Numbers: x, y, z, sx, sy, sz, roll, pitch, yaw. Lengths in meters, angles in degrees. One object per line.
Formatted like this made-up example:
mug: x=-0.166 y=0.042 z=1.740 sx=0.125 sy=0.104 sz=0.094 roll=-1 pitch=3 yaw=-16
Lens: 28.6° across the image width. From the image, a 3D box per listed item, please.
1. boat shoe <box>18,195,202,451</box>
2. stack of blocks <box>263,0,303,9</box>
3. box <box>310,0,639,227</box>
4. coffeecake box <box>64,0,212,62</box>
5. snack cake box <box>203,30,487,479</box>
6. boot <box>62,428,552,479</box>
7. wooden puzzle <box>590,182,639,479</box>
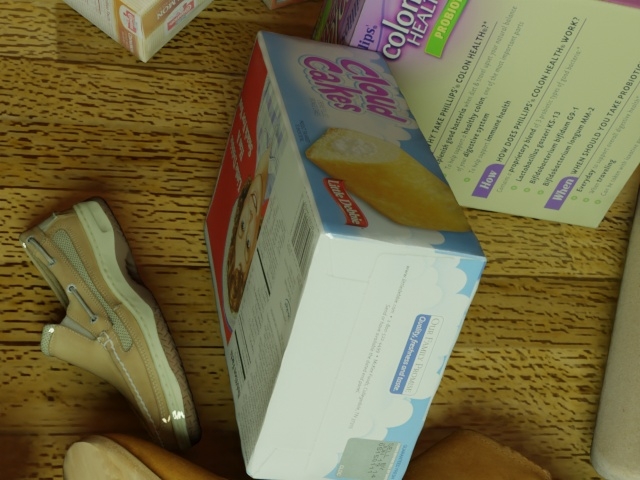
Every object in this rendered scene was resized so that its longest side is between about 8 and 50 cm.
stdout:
boat shoe: x=-0.134 y=0.057 z=0.761 sx=0.072 sy=0.068 sz=0.190 roll=-20 pitch=50 yaw=-17
stack of blocks: x=0.039 y=-0.321 z=1.105 sx=0.297 sy=0.087 sz=0.171 roll=-22 pitch=62 yaw=-32
box: x=0.124 y=-0.135 z=0.899 sx=0.243 sy=0.213 sz=0.117 roll=8 pitch=50 yaw=-12
coffeecake box: x=-0.157 y=-0.250 z=0.969 sx=0.185 sy=0.068 sz=0.142 roll=38 pitch=67 yaw=13
snack cake box: x=0.000 y=0.000 z=0.732 sx=0.089 sy=0.152 sz=0.264 roll=8 pitch=29 yaw=-15
boot: x=0.023 y=0.165 z=0.708 sx=0.295 sy=0.104 sz=0.211 roll=39 pitch=44 yaw=9
wooden puzzle: x=0.372 y=0.107 z=0.885 sx=0.347 sy=0.080 sz=0.322 roll=20 pitch=48 yaw=3
